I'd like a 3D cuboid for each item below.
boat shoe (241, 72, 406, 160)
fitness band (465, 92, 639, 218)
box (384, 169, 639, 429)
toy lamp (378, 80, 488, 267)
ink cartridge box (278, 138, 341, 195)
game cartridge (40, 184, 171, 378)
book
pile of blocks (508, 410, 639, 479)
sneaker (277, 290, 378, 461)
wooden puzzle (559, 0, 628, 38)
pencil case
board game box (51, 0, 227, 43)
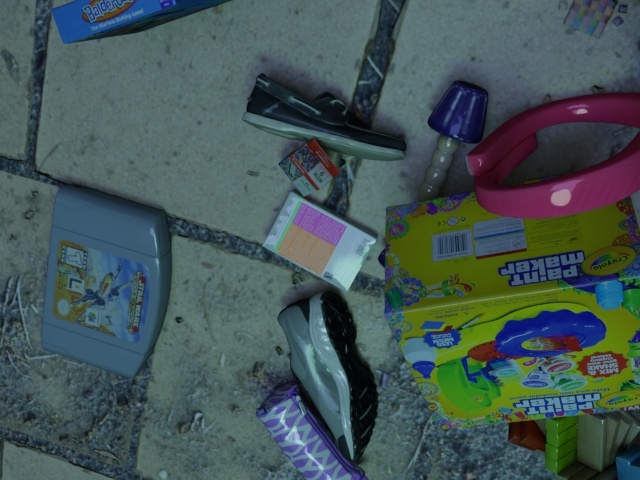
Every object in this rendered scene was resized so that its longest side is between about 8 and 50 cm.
[{"bbox_3d":[0.012,-0.166,1.085,0.232,0.084,0.079,18,86,2],"label":"boat shoe"},{"bbox_3d":[0.297,-0.105,0.924,0.208,0.291,0.054,4,120,38],"label":"fitness band"},{"bbox_3d":[0.257,0.084,0.999,0.289,0.177,0.279,-11,136,17],"label":"box"},{"bbox_3d":[0.158,-0.082,1.079,0.080,0.080,0.275,20,114,6],"label":"toy lamp"},{"bbox_3d":[-0.017,-0.100,1.098,0.029,0.115,0.063,-41,99,-16],"label":"ink cartridge box"},{"bbox_3d":[-0.343,0.074,1.270,0.198,0.062,0.298,18,112,12],"label":"game cartridge"},{"bbox_3d":[0.000,0.000,1.170,0.144,0.035,0.096,30,110,2],"label":"book"},{"bbox_3d":[0.377,0.320,1.047,0.362,0.112,0.149,45,138,35],"label":"pile of blocks"},{"bbox_3d":[0.013,0.211,1.213,0.107,0.100,0.272,-12,100,28],"label":"sneaker"},{"bbox_3d":[0.343,-0.288,0.998,0.083,0.006,0.049,24,113,4],"label":"wooden puzzle"},{"bbox_3d":[-0.014,0.318,1.253,0.088,0.086,0.206,-31,101,31],"label":"pencil case"},{"bbox_3d":[-0.222,-0.307,1.021,0.160,0.210,0.047,-14,104,17],"label":"board game box"}]
